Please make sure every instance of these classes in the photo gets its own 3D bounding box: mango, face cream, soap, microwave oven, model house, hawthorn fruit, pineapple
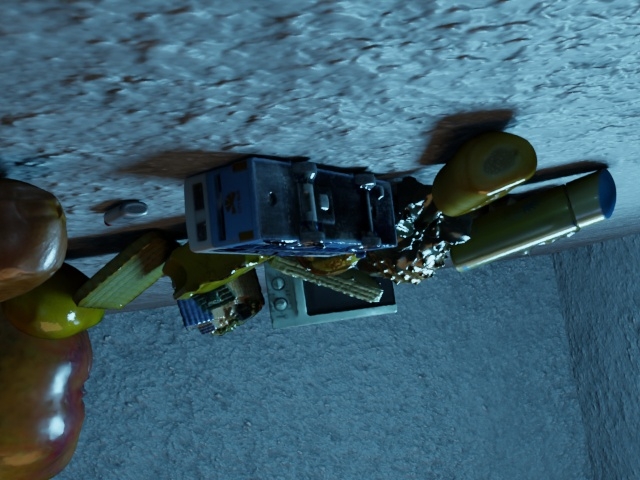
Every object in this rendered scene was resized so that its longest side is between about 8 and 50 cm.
[{"bbox_3d":[-0.453,0.098,1.353,0.120,0.151,0.221,-49,176,5],"label":"mango"},{"bbox_3d":[0.358,-0.033,1.336,0.285,0.067,0.139,-22,-161,21],"label":"face cream"},{"bbox_3d":[-0.165,0.029,1.292,0.160,0.080,0.257,-25,178,-19],"label":"soap"},{"bbox_3d":[-0.253,-0.032,1.008,0.040,0.021,0.083,-4,172,-39],"label":"face cream"},{"bbox_3d":[0.018,0.108,1.923,0.295,0.181,0.237,-8,175,-2],"label":"microwave oven"},{"bbox_3d":[-0.259,0.130,1.876,0.182,0.167,0.172,-26,163,29],"label":"model house"},{"bbox_3d":[-0.734,0.334,1.758,0.471,0.472,0.472,-9,174,-1],"label":"hawthorn fruit"},{"bbox_3d":[0.146,-0.019,1.229,0.170,0.141,0.310,1,167,5],"label":"pineapple"}]

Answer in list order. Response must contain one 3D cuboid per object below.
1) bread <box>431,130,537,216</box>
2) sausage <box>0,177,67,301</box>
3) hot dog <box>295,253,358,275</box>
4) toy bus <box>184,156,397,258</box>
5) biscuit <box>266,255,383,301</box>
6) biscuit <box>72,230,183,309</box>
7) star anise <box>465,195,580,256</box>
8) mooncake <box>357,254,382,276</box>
[{"bbox_3d":[0.189,-0.079,0.967,0.092,0.074,0.239,-24,176,-3],"label":"bread"},{"bbox_3d":[-0.356,0.008,0.768,0.258,0.133,0.133,-11,174,29],"label":"sausage"},{"bbox_3d":[0.000,0.006,1.238,0.123,0.093,0.261,33,175,-1],"label":"hot dog"},{"bbox_3d":[-0.023,-0.032,0.974,0.131,0.106,0.297,-10,172,32],"label":"toy bus"},{"bbox_3d":[0.003,0.053,1.362,0.199,0.041,0.121,20,-174,-14],"label":"biscuit"},{"bbox_3d":[-0.313,0.052,1.337,0.172,0.029,0.254,-41,173,-3],"label":"biscuit"},{"bbox_3d":[0.381,-0.024,1.572,0.315,0.108,0.315,-5,167,-1],"label":"star anise"},{"bbox_3d":[0.130,0.006,1.443,0.073,0.130,0.125,30,158,-22],"label":"mooncake"}]
